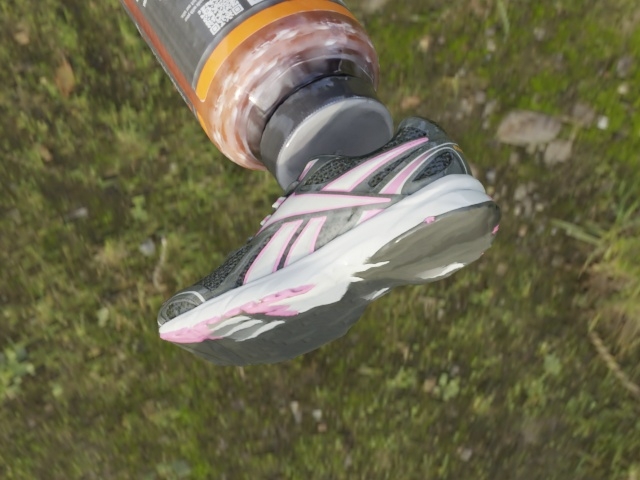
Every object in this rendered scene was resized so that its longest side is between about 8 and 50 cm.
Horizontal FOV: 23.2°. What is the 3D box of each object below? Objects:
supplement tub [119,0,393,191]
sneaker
[{"bbox_3d":[-0.036,-0.110,0.870,0.106,0.106,0.198,-26,53,-10],"label":"supplement tub"},{"bbox_3d":[0.000,0.000,0.773,0.178,0.072,0.077,-25,58,11],"label":"sneaker"}]
